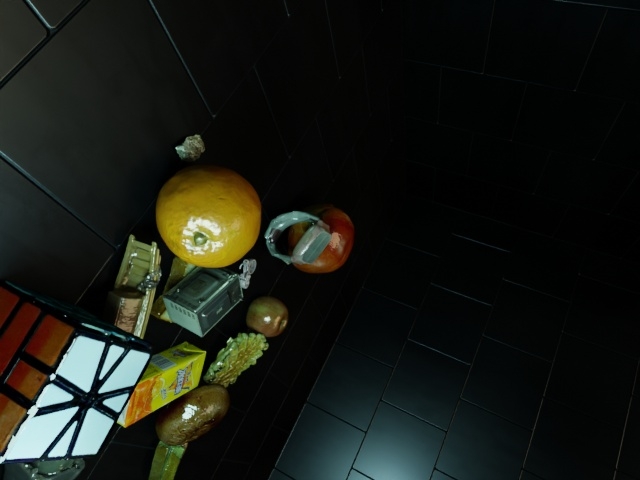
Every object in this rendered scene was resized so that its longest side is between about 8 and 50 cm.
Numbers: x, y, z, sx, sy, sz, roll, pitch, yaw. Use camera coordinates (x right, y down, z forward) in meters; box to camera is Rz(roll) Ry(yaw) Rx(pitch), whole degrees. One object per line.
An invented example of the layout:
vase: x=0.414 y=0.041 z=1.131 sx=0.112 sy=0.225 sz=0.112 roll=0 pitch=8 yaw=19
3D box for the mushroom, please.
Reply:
mushroom: x=-0.481 y=0.663 z=1.720 sx=0.297 sy=0.163 sz=0.278 roll=-36 pitch=167 yaw=1

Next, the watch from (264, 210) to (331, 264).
watch: x=-0.110 y=-0.020 z=1.968 sx=0.253 sy=0.241 sz=0.162 roll=-53 pitch=155 yaw=2

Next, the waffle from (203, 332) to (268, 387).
waffle: x=-0.371 y=0.524 z=1.988 sx=0.317 sy=0.073 sz=0.297 roll=-50 pitch=156 yaw=-4

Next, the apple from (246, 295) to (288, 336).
apple: x=-0.242 y=0.351 z=2.077 sx=0.188 sy=0.174 sz=0.188 roll=-47 pitch=147 yaw=-45

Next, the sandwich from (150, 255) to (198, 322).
sandwich: x=-0.466 y=0.171 z=1.526 sx=0.214 sy=0.065 sz=0.186 roll=-68 pitch=159 yaw=-7

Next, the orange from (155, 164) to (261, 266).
orange: x=-0.326 y=-0.069 z=1.327 sx=0.312 sy=0.312 sz=0.312 roll=-50 pitch=151 yaw=-41

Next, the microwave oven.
microwave oven: x=-0.372 y=0.177 z=1.448 sx=0.205 sy=0.163 sz=0.129 roll=-47 pitch=147 yaw=-41

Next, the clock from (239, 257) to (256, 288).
clock: x=-0.312 y=0.137 z=1.900 sx=0.087 sy=0.041 sz=0.129 roll=36 pitch=70 yaw=-72

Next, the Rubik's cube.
Rubik's cube: x=-0.604 y=0.293 z=1.007 sx=0.293 sy=0.284 sz=0.288 roll=-63 pitch=157 yaw=-13

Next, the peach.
peach: x=0.002 y=0.000 z=2.192 sx=0.373 sy=0.290 sz=0.372 roll=-36 pitch=137 yaw=-44

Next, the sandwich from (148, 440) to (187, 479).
sandwich: x=-0.598 y=0.854 z=1.780 sx=0.160 sy=0.109 sz=0.184 roll=-121 pitch=-128 yaw=-83

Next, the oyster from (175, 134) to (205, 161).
oyster: x=-0.384 y=-0.279 z=1.359 sx=0.100 sy=0.037 sz=0.098 roll=-60 pitch=157 yaw=-25

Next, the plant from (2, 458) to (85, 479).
plant: x=-0.726 y=0.593 z=1.178 sx=0.256 sy=0.142 sz=0.164 roll=-57 pitch=157 yaw=-3

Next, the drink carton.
drink carton: x=-0.552 y=0.477 z=1.533 sx=0.351 sy=0.111 sz=0.154 roll=-11 pitch=120 yaw=-67

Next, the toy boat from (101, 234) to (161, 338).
toy boat: x=-0.550 y=0.203 z=1.254 sx=0.162 sy=0.136 sz=0.445 roll=-125 pitch=-128 yaw=-86
